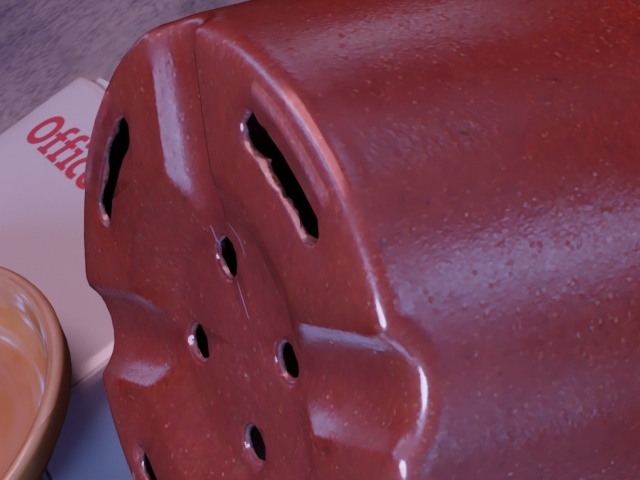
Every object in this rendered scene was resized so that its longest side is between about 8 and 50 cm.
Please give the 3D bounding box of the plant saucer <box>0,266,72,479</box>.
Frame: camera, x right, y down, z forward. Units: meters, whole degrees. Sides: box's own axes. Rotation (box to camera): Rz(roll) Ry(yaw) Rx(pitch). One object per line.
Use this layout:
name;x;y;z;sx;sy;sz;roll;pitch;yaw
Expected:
plant saucer;-0.192;0.092;0.781;0.200;0.037;0.200;-16;41;15

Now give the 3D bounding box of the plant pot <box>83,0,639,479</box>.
plant pot;0.081;0.009;0.603;0.265;0.272;0.272;-12;19;-29

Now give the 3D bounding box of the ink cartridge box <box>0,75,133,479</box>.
ink cartridge box;-0.191;0.117;0.940;0.395;0.166;0.285;-37;31;-10
